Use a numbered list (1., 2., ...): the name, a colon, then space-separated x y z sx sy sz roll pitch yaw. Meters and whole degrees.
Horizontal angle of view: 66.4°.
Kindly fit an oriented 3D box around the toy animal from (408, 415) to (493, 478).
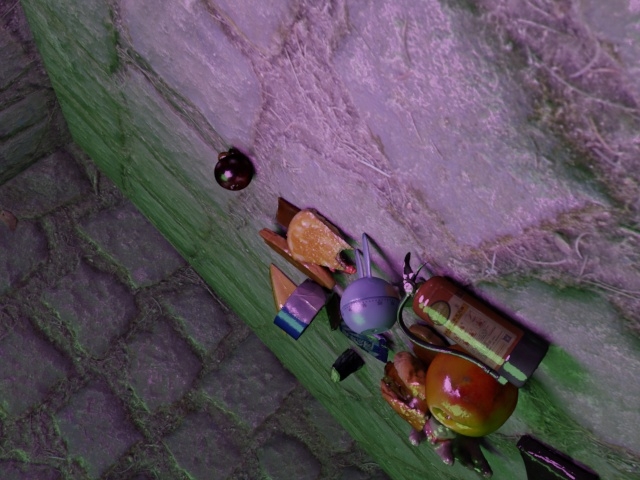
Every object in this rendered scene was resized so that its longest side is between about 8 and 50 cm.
1. toy animal: 0.484 0.674 1.692 0.308 0.188 0.266 27 174 16

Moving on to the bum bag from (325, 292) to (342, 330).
1. bum bag: 0.049 0.268 1.827 0.159 0.026 0.109 107 151 -62

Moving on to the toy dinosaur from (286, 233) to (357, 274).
1. toy dinosaur: 0.020 0.051 1.569 0.286 0.070 0.139 28 174 40

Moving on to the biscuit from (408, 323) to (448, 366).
1. biscuit: 0.377 0.372 1.468 0.320 0.047 0.183 45 161 4

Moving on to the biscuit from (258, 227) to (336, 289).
1. biscuit: -0.080 0.060 1.698 0.376 0.051 0.269 29 166 47

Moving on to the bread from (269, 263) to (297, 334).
1. bread: -0.180 0.256 2.102 0.264 0.163 0.167 42 158 12

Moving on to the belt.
1. belt: -0.063 0.253 1.796 0.117 0.212 0.347 38 175 6

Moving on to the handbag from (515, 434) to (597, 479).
1. handbag: 0.690 0.704 1.428 0.223 0.080 0.246 21 146 47

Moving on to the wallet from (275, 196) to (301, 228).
1. wallet: -0.072 -0.062 1.536 0.176 0.026 0.095 30 130 30

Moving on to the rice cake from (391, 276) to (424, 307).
1. rice cake: 0.232 0.148 1.355 0.080 0.042 0.222 47 158 -6

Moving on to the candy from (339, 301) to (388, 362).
1. candy: 0.143 0.333 1.791 0.275 0.070 0.145 37 149 34

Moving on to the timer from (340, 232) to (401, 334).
1. timer: 0.145 0.132 1.317 0.176 0.255 0.175 14 152 8

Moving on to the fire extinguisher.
1. fire extinguisher: 0.313 0.205 1.146 0.376 0.200 0.113 37 -168 24

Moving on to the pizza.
1. pizza: 0.000 0.000 1.446 0.262 0.034 0.180 18 117 36

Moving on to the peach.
1. peach: 0.384 0.374 1.242 0.231 0.231 0.231 38 156 20

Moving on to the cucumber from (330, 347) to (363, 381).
1. cucumber: 0.119 0.535 2.088 0.086 0.193 0.115 28 122 34

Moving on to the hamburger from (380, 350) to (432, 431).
1. hamburger: 0.284 0.458 1.538 0.209 0.162 0.330 38 -173 21

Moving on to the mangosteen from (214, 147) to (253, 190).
1. mangosteen: -0.277 -0.227 1.541 0.140 0.140 0.140 38 156 20
